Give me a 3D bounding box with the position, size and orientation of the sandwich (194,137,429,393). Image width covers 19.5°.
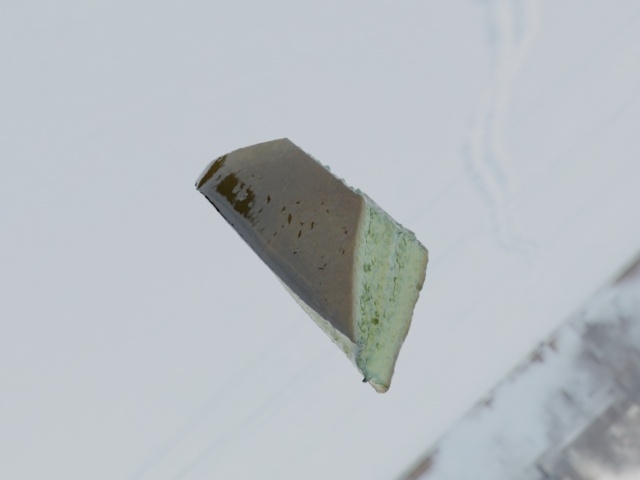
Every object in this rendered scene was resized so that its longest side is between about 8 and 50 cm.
[{"bbox_3d":[0.000,0.000,1.296,0.096,0.258,0.094,-47,131,1],"label":"sandwich"}]
